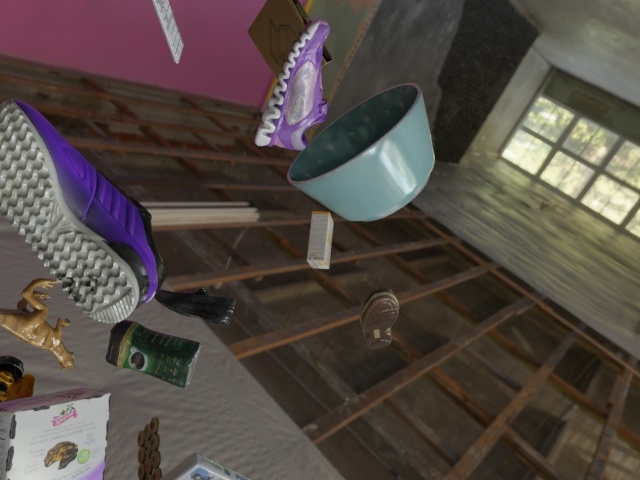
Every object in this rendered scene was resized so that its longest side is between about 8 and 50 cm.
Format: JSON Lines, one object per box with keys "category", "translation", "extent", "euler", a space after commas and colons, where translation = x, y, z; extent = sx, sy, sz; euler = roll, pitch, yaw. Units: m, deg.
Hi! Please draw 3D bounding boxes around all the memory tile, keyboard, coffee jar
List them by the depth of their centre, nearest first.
{"category": "keyboard", "translation": [-0.226, -0.363, 0.689], "extent": [0.014, 0.256, 0.072], "euler": [-15, -138, -1]}
{"category": "coffee jar", "translation": [-0.349, 0.233, 1.108], "extent": [0.184, 0.096, 0.079], "euler": [19, -157, -3]}
{"category": "memory tile", "translation": [-0.379, 0.478, 1.176], "extent": [0.012, 0.113, 0.148], "euler": [14, -135, -36]}

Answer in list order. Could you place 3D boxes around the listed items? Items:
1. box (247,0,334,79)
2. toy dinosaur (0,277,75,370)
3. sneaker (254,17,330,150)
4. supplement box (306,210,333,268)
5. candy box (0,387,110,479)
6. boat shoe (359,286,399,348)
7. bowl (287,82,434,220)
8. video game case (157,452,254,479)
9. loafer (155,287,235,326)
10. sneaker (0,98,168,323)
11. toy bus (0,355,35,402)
{"category": "box", "translation": [-0.063, -0.380, 1.036], "extent": [0.164, 0.021, 0.201], "euler": [57, 157, -9]}
{"category": "toy dinosaur", "translation": [-0.381, 0.104, 0.685], "extent": [0.211, 0.064, 0.112], "euler": [48, -150, -49]}
{"category": "sneaker", "translation": [-0.027, -0.254, 0.913], "extent": [0.104, 0.236, 0.095], "euler": [22, -154, -8]}
{"category": "supplement box", "translation": [0.000, 0.000, 1.022], "extent": [0.036, 0.098, 0.062], "euler": [3, 163, 10]}
{"category": "candy box", "translation": [-0.398, 0.326, 0.770], "extent": [0.070, 0.196, 0.165], "euler": [1, 174, 27]}
{"category": "boat shoe", "translation": [0.136, 0.178, 1.341], "extent": [0.095, 0.257, 0.095], "euler": [-7, -126, -6]}
{"category": "bowl", "translation": [0.103, -0.155, 1.070], "extent": [0.163, 0.311, 0.311], "euler": [52, -167, -22]}
{"category": "video game case", "translation": [-0.290, 0.614, 1.165], "extent": [0.300, 0.329, 0.036], "euler": [46, -170, -37]}
{"category": "loafer", "translation": [-0.320, 0.158, 1.367], "extent": [0.223, 0.078, 0.076], "euler": [12, 157, 18]}
{"category": "sneaker", "translation": [-0.297, -0.041, 0.677], "extent": [0.293, 0.102, 0.146], "euler": [58, -158, -3]}
{"category": "toy bus", "translation": [-0.717, 0.318, 1.041], "extent": [0.220, 0.211, 0.149], "euler": [38, -165, -30]}
